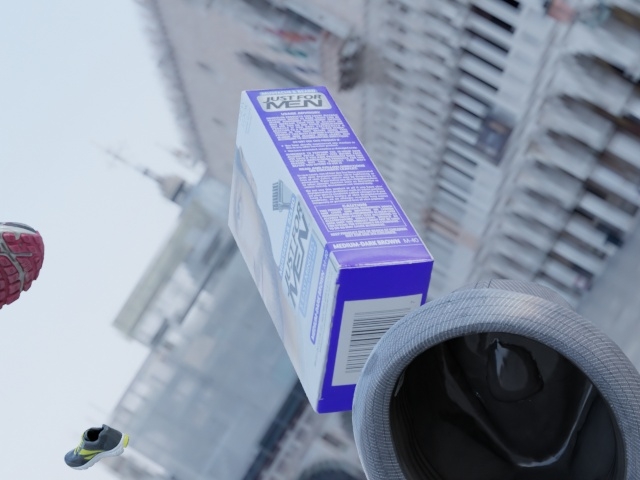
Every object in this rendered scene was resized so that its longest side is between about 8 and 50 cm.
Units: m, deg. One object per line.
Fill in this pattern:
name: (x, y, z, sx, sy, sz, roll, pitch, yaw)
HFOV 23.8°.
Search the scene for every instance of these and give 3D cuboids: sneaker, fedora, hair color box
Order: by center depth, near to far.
fedora: (0.157, 0.140, 1.237, 0.244, 0.275, 0.124, -17, 23, 22)
sneaker: (-0.230, 0.204, 1.526, 0.083, 0.035, 0.031, -26, 34, 30)
hair color box: (0.000, 0.000, 1.590, 0.339, 0.110, 0.185, -117, 29, -51)
sneaker: (-0.443, 0.018, 1.607, 0.112, 0.299, 0.121, -108, 15, -47)
